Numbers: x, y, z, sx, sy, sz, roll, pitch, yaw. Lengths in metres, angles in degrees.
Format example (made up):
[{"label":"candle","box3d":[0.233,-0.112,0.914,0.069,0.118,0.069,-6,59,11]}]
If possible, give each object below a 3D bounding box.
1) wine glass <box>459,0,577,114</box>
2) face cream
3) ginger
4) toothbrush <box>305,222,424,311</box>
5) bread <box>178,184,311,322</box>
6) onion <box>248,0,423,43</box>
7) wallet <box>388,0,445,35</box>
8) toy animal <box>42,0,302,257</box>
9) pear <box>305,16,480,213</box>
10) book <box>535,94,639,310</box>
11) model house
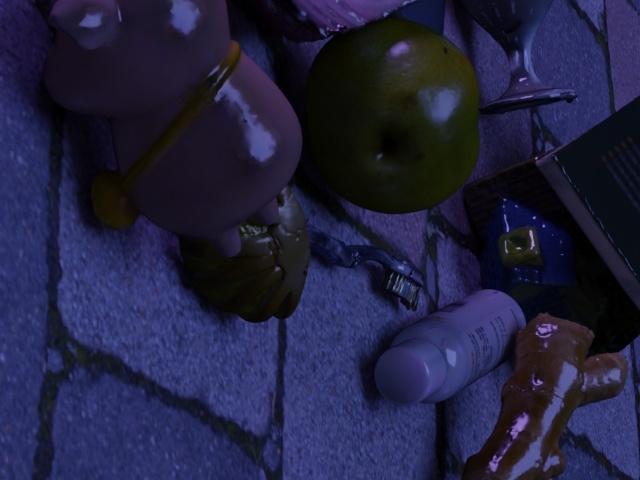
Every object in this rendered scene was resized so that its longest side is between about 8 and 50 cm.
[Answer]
[{"label":"wine glass","box3d":[0.219,-0.269,2.132,0.126,0.126,0.241,-4,84,-65]},{"label":"face cream","box3d":[0.126,0.107,1.812,0.269,0.082,0.082,-17,95,-66]},{"label":"ginger","box3d":[0.189,0.192,1.809,0.299,0.118,0.065,-50,167,-28]},{"label":"toothbrush","box3d":[0.000,0.000,1.648,0.413,0.035,0.042,28,74,-58]},{"label":"bread","box3d":[-0.066,-0.006,1.451,0.094,0.083,0.157,-9,110,-35]},{"label":"onion","box3d":[-0.012,-0.279,1.667,0.250,0.111,0.247,-28,77,-40]},{"label":"wallet","box3d":[0.079,-0.333,1.920,0.252,0.083,0.360,60,29,-45]},{"label":"toy animal","box3d":[-0.105,-0.101,1.332,0.165,0.149,0.248,-51,127,-36]},{"label":"pear","box3d":[0.073,-0.124,1.704,0.216,0.166,0.180,-63,138,-59]},{"label":"book","box3d":[0.389,-0.034,2.058,0.260,0.043,0.371,55,35,3]},{"label":"model house","box3d":[0.262,0.008,2.036,0.189,0.195,0.214,41,40,-41]}]
